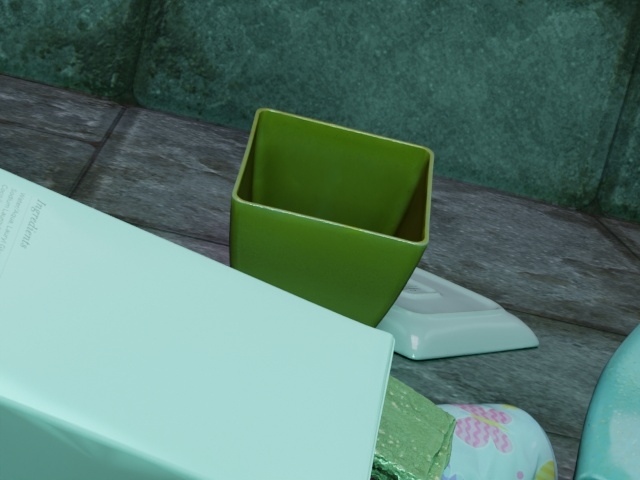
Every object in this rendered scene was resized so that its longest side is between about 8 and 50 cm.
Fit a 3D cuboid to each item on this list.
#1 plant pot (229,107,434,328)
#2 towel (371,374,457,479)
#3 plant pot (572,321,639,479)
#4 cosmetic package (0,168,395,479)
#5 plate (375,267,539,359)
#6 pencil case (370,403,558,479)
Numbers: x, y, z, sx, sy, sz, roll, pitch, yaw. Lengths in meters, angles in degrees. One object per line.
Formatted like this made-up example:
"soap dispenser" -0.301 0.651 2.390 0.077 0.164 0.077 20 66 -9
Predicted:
"plant pot" 0.000 0.000 1.601 0.212 0.187 0.212 13 33 -2
"towel" 0.028 0.125 1.017 0.148 0.027 0.110 30 27 2
"plant pot" 0.291 0.209 1.011 0.248 0.247 0.252 22 29 32
"cosmetic package" -0.164 0.087 0.846 0.366 0.197 0.155 24 49 -12
"plate" 0.102 0.075 1.791 0.278 0.045 0.277 24 16 38
"pencil case" 0.063 0.189 1.098 0.273 0.113 0.124 2 37 -42
